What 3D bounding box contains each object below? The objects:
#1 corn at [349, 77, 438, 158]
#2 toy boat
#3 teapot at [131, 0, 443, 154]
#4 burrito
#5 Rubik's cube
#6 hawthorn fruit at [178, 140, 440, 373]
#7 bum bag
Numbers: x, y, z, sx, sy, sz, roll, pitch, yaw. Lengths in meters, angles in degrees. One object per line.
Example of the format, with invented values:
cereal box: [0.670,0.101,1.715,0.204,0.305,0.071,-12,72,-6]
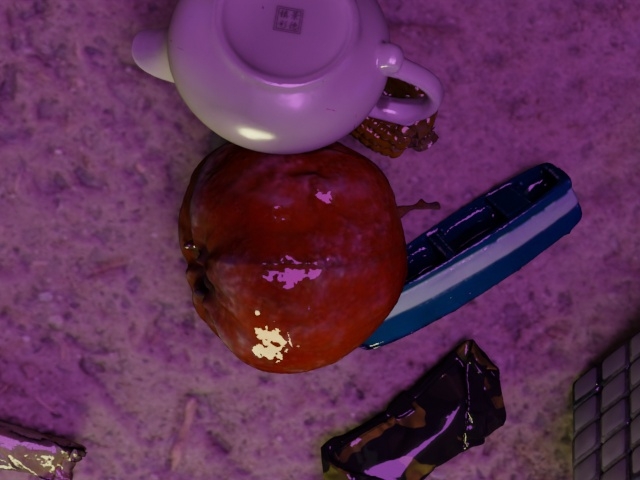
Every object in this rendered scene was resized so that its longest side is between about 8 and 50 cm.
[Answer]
corn: [-0.003,-0.201,1.421,0.320,0.097,0.097,44,90,-13]
toy boat: [0.139,0.025,1.488,0.299,0.096,0.062,-33,114,0]
teapot: [-0.028,-0.170,1.311,0.298,0.139,0.204,18,67,-2]
burrito: [-0.330,0.211,1.457,0.171,0.042,0.051,16,100,-16]
Rubik's cube: [0.419,0.222,1.462,0.237,0.237,0.238,34,123,-14]
hawthorn fruit: [0.000,0.000,1.389,0.272,0.242,0.242,-12,102,-16]
bum bag: [0.103,0.210,1.527,0.232,0.060,0.107,-37,95,-5]
